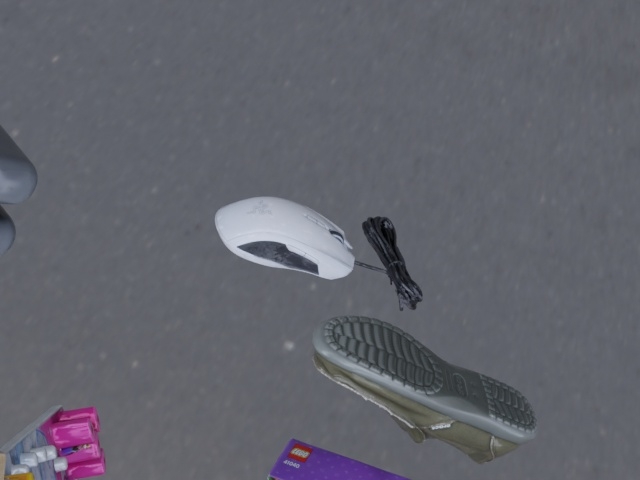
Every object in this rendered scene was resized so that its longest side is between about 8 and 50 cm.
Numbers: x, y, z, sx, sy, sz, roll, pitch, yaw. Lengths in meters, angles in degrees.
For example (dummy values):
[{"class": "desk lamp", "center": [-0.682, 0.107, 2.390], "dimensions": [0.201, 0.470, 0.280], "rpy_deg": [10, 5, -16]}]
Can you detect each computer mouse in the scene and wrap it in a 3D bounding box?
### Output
[{"class": "computer mouse", "center": [0.000, 0.000, 1.516], "dimensions": [0.193, 0.106, 0.042], "rpy_deg": [14, 129, -26]}]

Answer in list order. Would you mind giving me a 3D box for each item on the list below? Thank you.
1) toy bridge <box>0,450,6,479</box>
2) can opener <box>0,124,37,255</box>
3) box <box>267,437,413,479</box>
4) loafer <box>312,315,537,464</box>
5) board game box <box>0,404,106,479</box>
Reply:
[{"class": "toy bridge", "center": [-0.301, 0.143, 1.264], "dimensions": [0.188, 0.063, 0.026], "rpy_deg": [18, 100, 51]}, {"class": "can opener", "center": [-0.239, -0.079, 1.086], "dimensions": [0.093, 0.280, 0.074], "rpy_deg": [11, 111, -33]}, {"class": "box", "center": [0.095, 0.318, 1.674], "dimensions": [0.293, 0.057, 0.201], "rpy_deg": [17, 136, 20]}, {"class": "loafer", "center": [0.093, 0.159, 1.699], "dimensions": [0.251, 0.094, 0.087], "rpy_deg": [27, 121, -15]}, {"class": "board game box", "center": [-0.227, 0.369, 1.579], "dimensions": [0.050, 0.390, 0.390], "rpy_deg": [-9, 94, 3]}]
